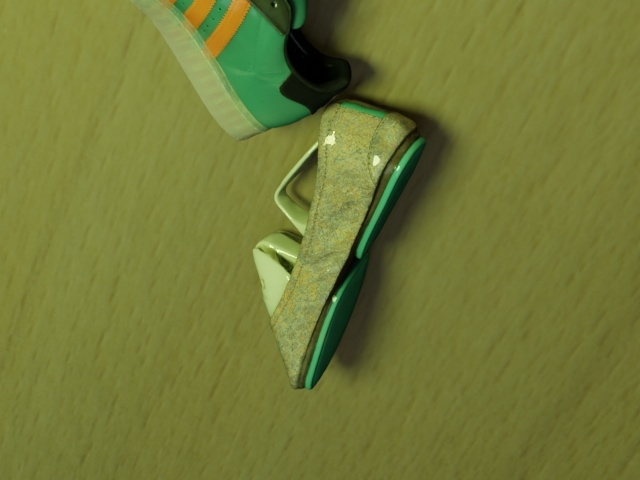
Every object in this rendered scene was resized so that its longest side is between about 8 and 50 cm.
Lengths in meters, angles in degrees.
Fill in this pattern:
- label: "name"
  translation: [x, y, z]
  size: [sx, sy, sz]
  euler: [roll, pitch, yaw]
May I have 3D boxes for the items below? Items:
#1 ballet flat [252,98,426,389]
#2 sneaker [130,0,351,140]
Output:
- label: "ballet flat"
  translation: [0.000, 0.000, 1.240]
  size: [0.106, 0.107, 0.316]
  euler: [29, 125, 10]
- label: "sneaker"
  translation: [-0.079, -0.212, 1.064]
  size: [0.121, 0.108, 0.302]
  euler: [-18, 133, 20]
